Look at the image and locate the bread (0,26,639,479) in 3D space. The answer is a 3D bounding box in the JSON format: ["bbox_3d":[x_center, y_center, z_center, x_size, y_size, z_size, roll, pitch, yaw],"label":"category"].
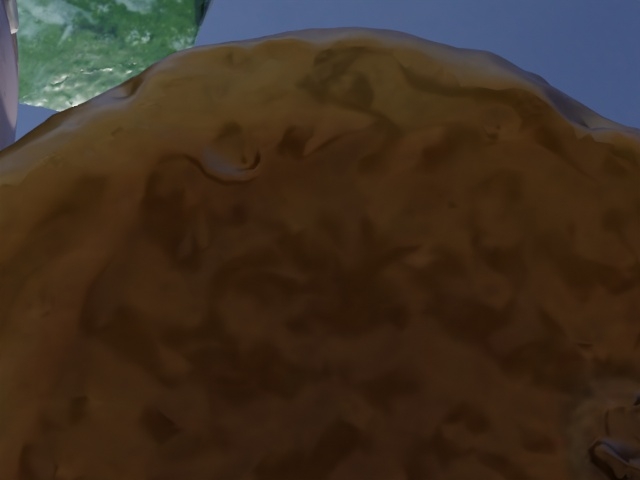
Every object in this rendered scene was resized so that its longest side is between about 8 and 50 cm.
[{"bbox_3d":[0.003,0.075,0.411,0.244,0.134,0.244,3,-125,-4],"label":"bread"}]

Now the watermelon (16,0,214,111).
[{"bbox_3d":[-0.111,-0.226,1.347,0.302,0.151,0.264,-62,176,-67],"label":"watermelon"}]

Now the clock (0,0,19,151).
[{"bbox_3d":[-0.267,-0.068,0.725,0.342,0.325,0.184,-14,-156,-5],"label":"clock"}]
